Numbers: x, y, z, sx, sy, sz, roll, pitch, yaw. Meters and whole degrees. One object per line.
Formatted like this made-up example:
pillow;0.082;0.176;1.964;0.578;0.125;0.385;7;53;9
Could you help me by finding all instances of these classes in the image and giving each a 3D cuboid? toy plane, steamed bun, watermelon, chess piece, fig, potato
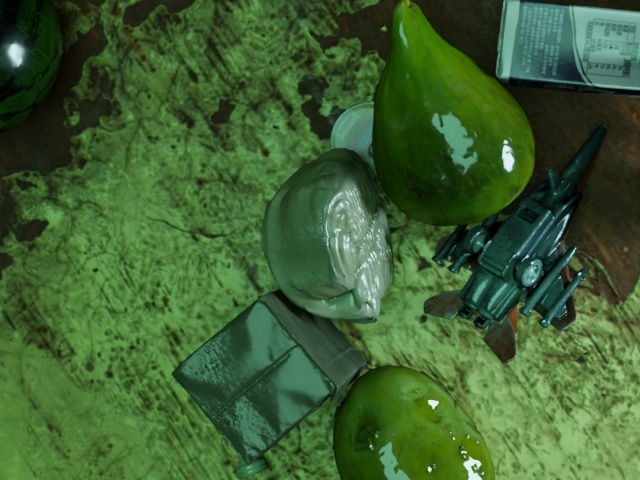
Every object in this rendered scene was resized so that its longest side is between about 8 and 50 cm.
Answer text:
toy plane;0.266;-0.015;1.727;0.223;0.104;0.326;32;95;36
steamed bun;0.001;0.002;1.713;0.144;0.218;0.211;-8;115;16
watermelon;-0.455;-0.251;1.777;0.242;0.242;0.242;1;93;10
chess piece;-0.107;0.269;1.841;0.042;0.042;0.093;-25;84;10
fig;0.138;-0.159;1.667;0.206;0.206;0.275;-23;112;10
potato;0.117;0.280;1.749;0.186;0.148;0.253;-15;83;-17

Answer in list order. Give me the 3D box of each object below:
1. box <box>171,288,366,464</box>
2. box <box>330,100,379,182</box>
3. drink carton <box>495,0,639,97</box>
box;-0.056;0.161;1.728;0.149;0.231;0.155;-41;86;10
box;0.066;-0.127;1.790;0.105;0.037;0.105;1;93;10
drink carton;0.331;-0.232;1.689;0.222;0.134;0.102;6;91;9
